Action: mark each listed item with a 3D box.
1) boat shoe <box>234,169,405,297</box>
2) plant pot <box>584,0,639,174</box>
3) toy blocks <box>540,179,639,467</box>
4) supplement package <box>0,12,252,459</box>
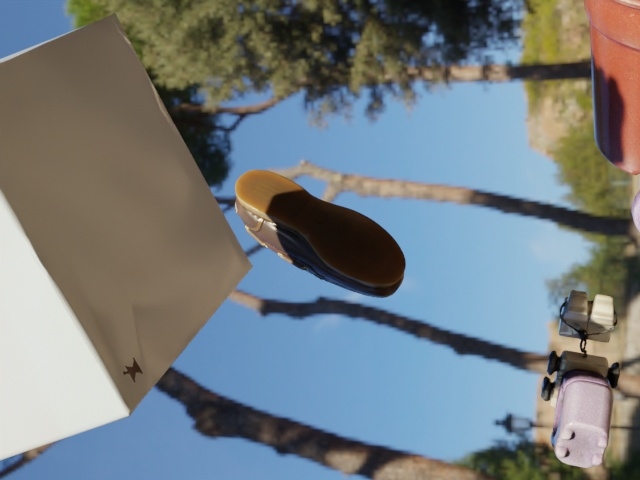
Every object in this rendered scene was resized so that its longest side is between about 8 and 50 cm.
[{"bbox_3d":[0.000,0.000,1.088,0.073,0.207,0.073,-42,-29,-28],"label":"boat shoe"},{"bbox_3d":[0.449,-0.232,1.320,0.272,0.272,0.265,-66,-24,-46],"label":"plant pot"},{"bbox_3d":[0.330,0.121,0.776,0.260,0.309,0.288,-67,-16,-55],"label":"toy blocks"},{"bbox_3d":[-0.225,0.015,0.673,0.199,0.263,0.198,63,-155,-13],"label":"supplement package"}]
